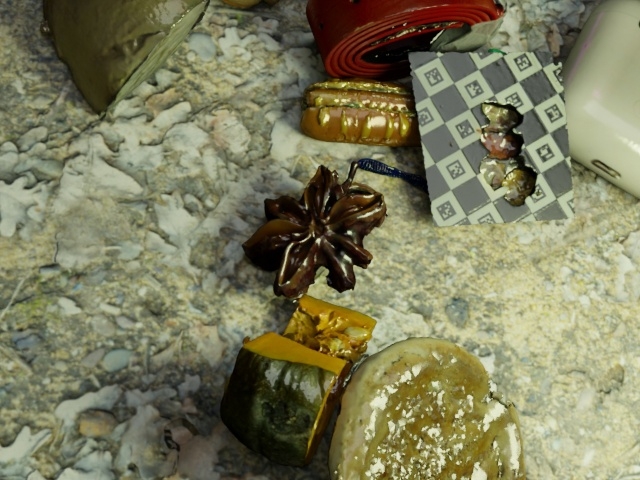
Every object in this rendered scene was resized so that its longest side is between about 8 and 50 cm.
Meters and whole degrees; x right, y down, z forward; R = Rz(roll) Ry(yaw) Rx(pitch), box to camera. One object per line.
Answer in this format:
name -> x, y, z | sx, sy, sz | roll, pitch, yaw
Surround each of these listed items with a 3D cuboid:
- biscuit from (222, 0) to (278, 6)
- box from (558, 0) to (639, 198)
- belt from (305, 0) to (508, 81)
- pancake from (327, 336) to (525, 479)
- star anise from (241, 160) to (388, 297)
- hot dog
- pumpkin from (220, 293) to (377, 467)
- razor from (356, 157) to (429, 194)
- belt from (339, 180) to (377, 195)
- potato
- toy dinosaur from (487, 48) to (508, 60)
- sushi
biscuit -> -0.125, -0.458, 2.009 | 0.170, 0.050, 0.170 | 8, 68, -21
box -> 0.553, -0.248, 2.074 | 0.288, 0.141, 0.349 | 31, 60, 0
belt -> 0.142, -0.362, 1.947 | 0.323, 0.227, 0.115 | -12, 72, -17
pancake -> 0.158, 0.313, 1.654 | 0.382, 0.071, 0.382 | 9, 75, -38
star anise -> 0.000, 0.000, 1.784 | 0.220, 0.126, 0.190 | -25, 45, -4
hot dog -> 0.095, -0.210, 1.951 | 0.269, 0.072, 0.115 | -1, 58, -18
pumpkin -> -0.026, 0.167, 1.653 | 0.139, 0.190, 0.280 | 19, 62, 12
razor -> 0.130, -0.101, 1.935 | 0.154, 0.044, 0.028 | 21, 31, -5
belt -> 0.051, -0.063, 1.884 | 0.083, 0.036, 0.059 | 0, 65, -19
potato -> -0.328, -0.364, 1.815 | 0.264, 0.189, 0.211 | 44, 61, 6
toy dinosaur -> 0.289, -0.279, 2.028 | 0.096, 0.132, 0.059 | -11, 63, 26
sushi -> 0.278, -0.165, 1.956 | 0.264, 0.050, 0.290 | -4, 81, -12
